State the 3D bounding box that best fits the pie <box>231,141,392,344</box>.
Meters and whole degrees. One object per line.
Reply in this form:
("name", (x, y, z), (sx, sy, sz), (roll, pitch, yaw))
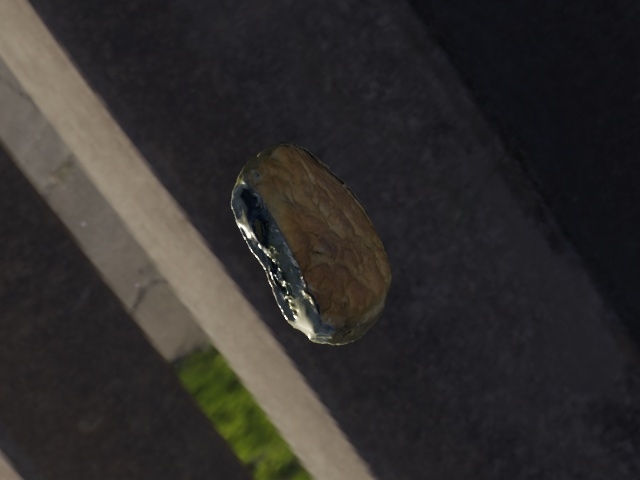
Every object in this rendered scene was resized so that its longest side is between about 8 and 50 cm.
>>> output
("pie", (0.003, -0.001, 1.305), (0.052, 0.185, 0.218), (-27, 89, 41))
